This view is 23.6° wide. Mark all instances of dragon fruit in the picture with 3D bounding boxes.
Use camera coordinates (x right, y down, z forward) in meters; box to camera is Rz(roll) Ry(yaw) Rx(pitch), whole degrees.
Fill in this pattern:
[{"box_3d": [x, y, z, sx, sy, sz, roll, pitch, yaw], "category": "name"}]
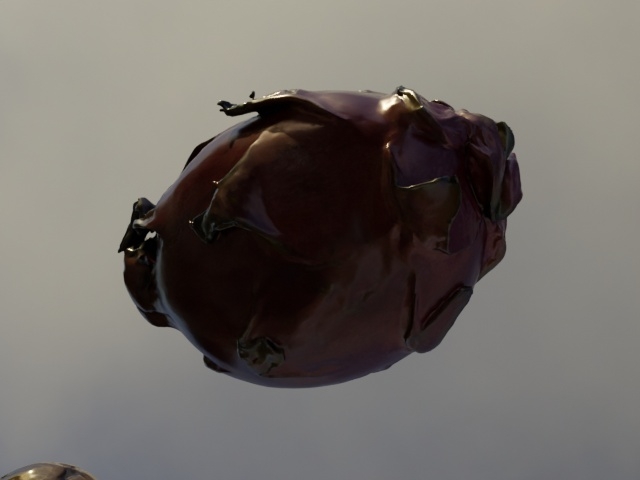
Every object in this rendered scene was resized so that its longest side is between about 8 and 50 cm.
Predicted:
[{"box_3d": [-0.004, 0.001, 1.174, 0.250, 0.315, 0.250, 0, 90, -86], "category": "dragon fruit"}]

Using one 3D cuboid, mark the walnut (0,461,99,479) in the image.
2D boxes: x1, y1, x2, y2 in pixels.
[{"box_3d": [-0.266, 0.309, 1.431, 0.167, 0.167, 0.207, 27, -86, 49], "category": "walnut"}]
